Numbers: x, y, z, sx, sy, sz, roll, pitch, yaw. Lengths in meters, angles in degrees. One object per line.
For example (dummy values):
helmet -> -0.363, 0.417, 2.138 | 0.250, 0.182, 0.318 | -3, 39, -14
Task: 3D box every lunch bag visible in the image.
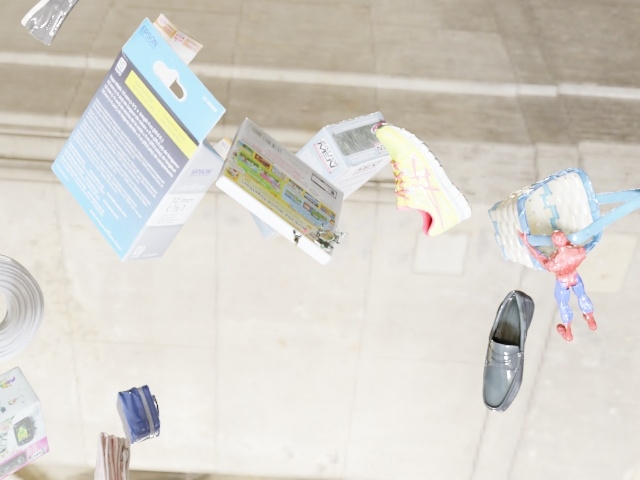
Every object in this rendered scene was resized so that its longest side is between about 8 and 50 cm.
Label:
lunch bag -> -0.314, 0.299, 1.685 | 0.067, 0.065, 0.098 | 111, 141, -52

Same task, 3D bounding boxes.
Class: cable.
cable -> -0.768, 0.156, 2.229 | 0.257, 0.257, 0.089 | -53, 30, -19

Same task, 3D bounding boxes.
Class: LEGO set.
LEGO set -> -0.001, -0.002, 1.434 | 0.054, 0.083, 0.023 | -78, -5, -45

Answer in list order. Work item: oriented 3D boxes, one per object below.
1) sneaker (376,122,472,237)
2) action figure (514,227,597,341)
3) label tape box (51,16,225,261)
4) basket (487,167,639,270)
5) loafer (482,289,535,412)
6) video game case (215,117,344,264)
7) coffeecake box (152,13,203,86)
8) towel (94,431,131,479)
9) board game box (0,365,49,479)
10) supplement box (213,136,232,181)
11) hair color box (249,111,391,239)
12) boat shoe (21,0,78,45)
sneaker -> 0.145, -0.090, 1.510 | 0.208, 0.094, 0.081 | 51, 177, -13
action figure -> 0.456, 0.057, 1.852 | 0.280, 0.091, 0.139 | 66, 178, -47
label tape box -> -0.295, -0.172, 1.691 | 0.348, 0.249, 0.115 | -51, -24, 24
basket -> 0.535, -0.048, 2.108 | 0.289, 0.254, 0.201 | -9, 104, 62
loafer -> 0.331, 0.198, 1.742 | 0.078, 0.076, 0.223 | 23, -100, -58
video game case -> -0.062, -0.086, 1.630 | 0.026, 0.227, 0.206 | -43, 19, 30
coffeecake box -> -0.403, -0.457, 2.422 | 0.185, 0.068, 0.142 | -48, -20, 9
towel -> -0.270, 0.477, 1.288 | 0.317, 0.053, 0.332 | -111, 27, -47
board game box -> -0.658, 0.384, 1.757 | 0.097, 0.303, 0.224 | 48, 150, 25
supplement box -> -0.227, -0.172, 2.121 | 0.036, 0.098, 0.062 | 47, 174, 27
hair color box -> 0.000, -0.146, 2.262 | 0.374, 0.185, 0.114 | -38, 77, 48
boat shoe -> -0.652, -0.664, 2.589 | 0.335, 0.095, 0.112 | -44, 14, 4
